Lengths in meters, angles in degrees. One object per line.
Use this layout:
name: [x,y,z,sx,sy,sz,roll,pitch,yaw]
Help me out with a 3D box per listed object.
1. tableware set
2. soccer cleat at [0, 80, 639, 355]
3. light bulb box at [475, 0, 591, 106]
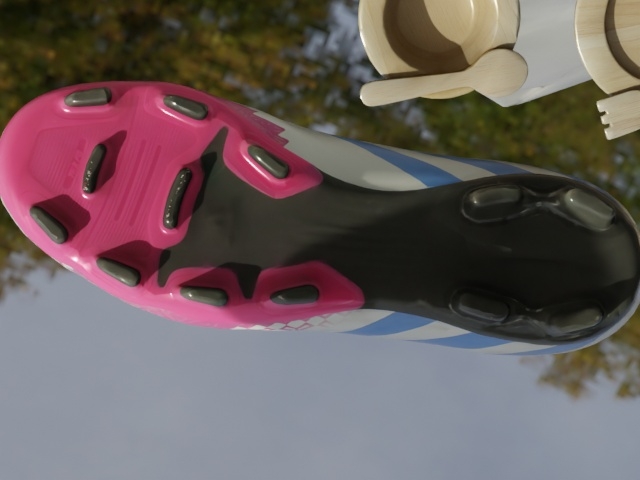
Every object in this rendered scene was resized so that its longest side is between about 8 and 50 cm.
tableware set: [0.079,-0.116,0.591,0.141,0.169,0.020,-4,-168,-4]
soccer cleat: [0.000,0.000,0.909,0.331,0.116,0.143,12,175,1]
light bulb box: [0.164,-0.290,0.728,0.225,0.358,0.361,11,-119,-72]
